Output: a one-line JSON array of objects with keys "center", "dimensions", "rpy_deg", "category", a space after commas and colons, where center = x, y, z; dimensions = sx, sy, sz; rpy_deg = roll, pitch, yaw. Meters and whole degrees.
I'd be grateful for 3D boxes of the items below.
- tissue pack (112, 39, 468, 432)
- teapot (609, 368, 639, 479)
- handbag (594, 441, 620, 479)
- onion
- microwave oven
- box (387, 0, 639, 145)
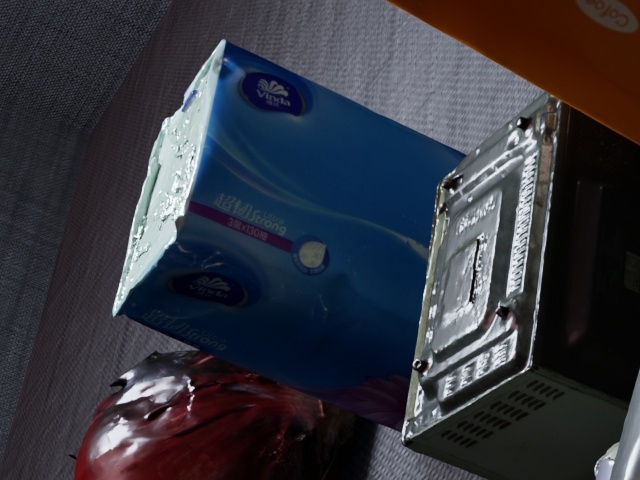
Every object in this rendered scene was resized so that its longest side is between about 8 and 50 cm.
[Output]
[{"center": [0.000, 0.000, 1.158], "dimensions": [0.146, 0.263, 0.198], "rpy_deg": [-47, 26, 47], "category": "tissue pack"}, {"center": [0.167, 0.128, 0.548], "dimensions": [0.200, 0.270, 0.337], "rpy_deg": [5, 68, 38], "category": "teapot"}, {"center": [0.165, 0.174, 0.748], "dimensions": [0.117, 0.095, 0.173], "rpy_deg": [-8, 63, 66], "category": "handbag"}, {"center": [-0.106, 0.205, 1.311], "dimensions": [0.281, 0.221, 0.281], "rpy_deg": [-41, 2, 2], "category": "onion"}, {"center": [0.139, 0.031, 0.943], "dimensions": [0.163, 0.129, 0.205], "rpy_deg": [-44, 29, 52], "category": "microwave oven"}, {"center": [0.167, -0.229, 0.972], "dimensions": [0.143, 0.225, 0.341], "rpy_deg": [-54, 13, 35], "category": "box"}]
